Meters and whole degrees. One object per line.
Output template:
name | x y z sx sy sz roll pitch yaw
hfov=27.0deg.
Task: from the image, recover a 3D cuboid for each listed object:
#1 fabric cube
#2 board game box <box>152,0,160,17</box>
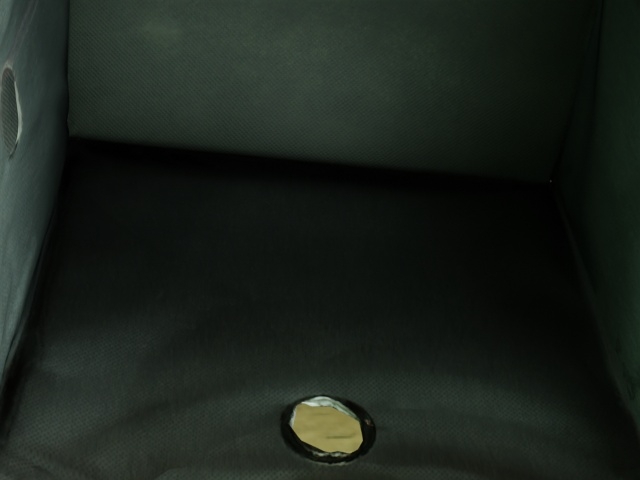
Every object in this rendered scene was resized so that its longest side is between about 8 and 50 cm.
fabric cube | 0.013 -0.070 0.482 0.254 0.258 0.259 4 124 -6
board game box | -0.114 -0.245 0.666 0.232 0.141 0.291 26 130 30
